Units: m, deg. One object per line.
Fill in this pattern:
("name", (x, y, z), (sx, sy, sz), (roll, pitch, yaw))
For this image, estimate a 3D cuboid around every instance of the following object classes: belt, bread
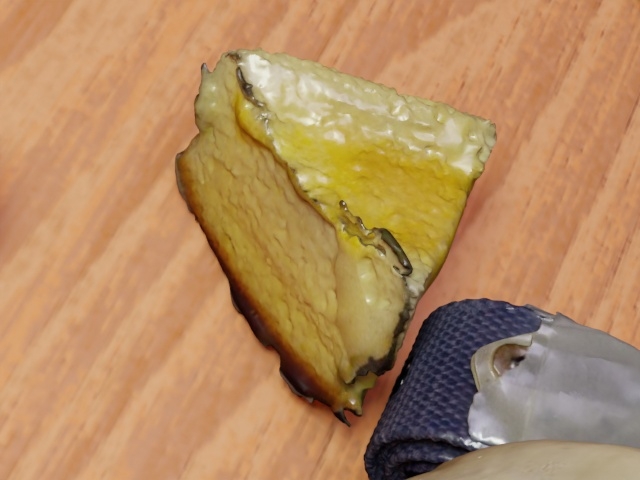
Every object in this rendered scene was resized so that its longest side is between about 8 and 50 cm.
("belt", (0.135, 0.135, 0.954), (0.230, 0.139, 0.126), (32, 54, -8))
("bread", (0.000, 0.000, 0.968), (0.169, 0.140, 0.160), (17, 47, -10))

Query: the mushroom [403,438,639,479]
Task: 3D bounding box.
("mushroom", (0.118, 0.269, 0.791), (0.315, 0.315, 0.356), (-38, 98, -34))
